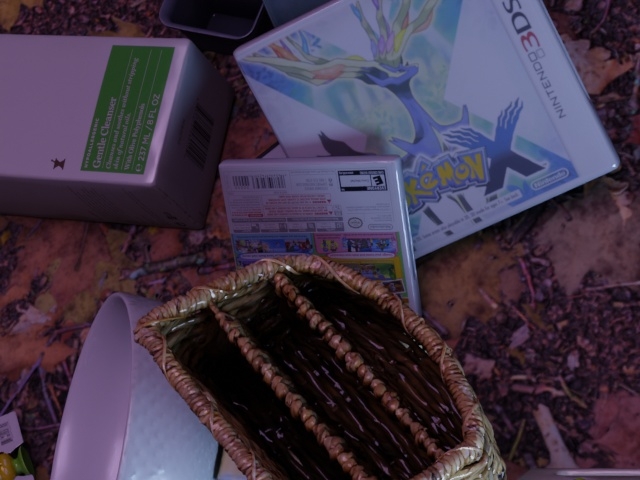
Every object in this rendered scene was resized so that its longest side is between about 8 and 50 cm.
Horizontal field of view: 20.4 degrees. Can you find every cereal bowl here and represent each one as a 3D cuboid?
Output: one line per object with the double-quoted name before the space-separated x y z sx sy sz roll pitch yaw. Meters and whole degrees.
"cereal bowl" -0.183 0.229 1.885 0.141 0.339 0.339 11 66 -18

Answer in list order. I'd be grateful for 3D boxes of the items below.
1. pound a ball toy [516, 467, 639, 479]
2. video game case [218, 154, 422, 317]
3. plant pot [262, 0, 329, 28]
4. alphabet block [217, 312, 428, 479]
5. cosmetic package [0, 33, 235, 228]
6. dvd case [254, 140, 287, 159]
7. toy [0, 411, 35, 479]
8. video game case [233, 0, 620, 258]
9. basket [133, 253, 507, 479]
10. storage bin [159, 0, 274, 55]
"pound a ball toy" 0.315 0.327 1.732 0.319 0.135 0.208 -4 91 20
"video game case" 0.000 0.000 1.975 0.212 0.023 0.193 -1 111 21
"plant pot" 0.048 -0.344 2.024 0.255 0.272 0.272 -19 61 7
"alphabet block" 0.025 0.190 1.853 0.192 0.193 0.197 3 68 21
"cosmetic package" -0.310 -0.135 2.157 0.365 0.155 0.197 3 71 22
"dvd case" 0.038 -0.088 2.072 0.253 0.022 0.180 -38 59 2
"toy" -0.440 0.308 2.066 0.237 0.056 0.137 -25 57 4
"video game case" 0.114 -0.146 1.934 0.329 0.036 0.300 -25 101 18
"basket" 0.016 0.142 1.639 0.213 0.223 0.299 -42 58 -1
"storage bin" -0.112 -0.276 2.177 0.135 0.091 0.098 14 73 26
